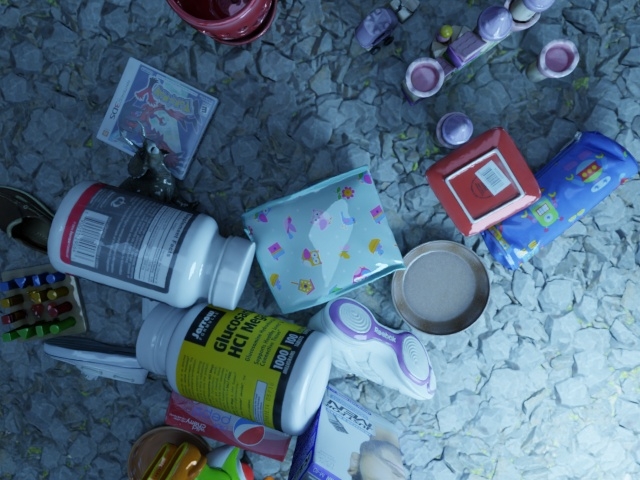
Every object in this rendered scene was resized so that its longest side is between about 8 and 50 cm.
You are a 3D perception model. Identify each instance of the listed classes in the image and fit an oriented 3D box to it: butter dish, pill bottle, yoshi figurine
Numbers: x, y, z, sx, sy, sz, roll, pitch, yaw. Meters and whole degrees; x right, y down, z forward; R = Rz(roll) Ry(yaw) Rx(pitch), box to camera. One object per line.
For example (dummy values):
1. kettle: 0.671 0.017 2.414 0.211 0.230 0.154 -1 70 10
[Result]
1. butter dish: 0.294 -0.117 0.942 0.160 0.118 0.160 -31 105 21
2. pill bottle: -0.287 0.018 0.908 0.319 0.176 0.176 17 97 -1
3. pill bottle: -0.161 0.221 0.951 0.334 0.188 0.187 13 97 15
4. yoshi figurine: -0.192 0.568 1.026 0.362 0.203 0.203 40 102 -18

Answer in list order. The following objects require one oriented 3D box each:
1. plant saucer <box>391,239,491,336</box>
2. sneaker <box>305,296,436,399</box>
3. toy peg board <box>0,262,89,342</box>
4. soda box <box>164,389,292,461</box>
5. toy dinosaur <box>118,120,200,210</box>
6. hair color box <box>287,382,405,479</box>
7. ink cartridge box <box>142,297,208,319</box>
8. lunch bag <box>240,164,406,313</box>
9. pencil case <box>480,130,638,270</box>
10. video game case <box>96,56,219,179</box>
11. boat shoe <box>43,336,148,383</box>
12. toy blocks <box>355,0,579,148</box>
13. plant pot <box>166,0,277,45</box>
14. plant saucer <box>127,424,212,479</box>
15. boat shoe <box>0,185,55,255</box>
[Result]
1. plant saucer: 0.243 0.095 1.041 0.199 0.036 0.198 0 97 4
2. sneaker: 0.104 0.229 1.043 0.305 0.114 0.152 38 135 -13
3. toy peg board: -0.601 0.136 1.080 0.162 0.079 0.160 -10 96 4
4. soda box: -0.185 0.368 1.075 0.264 0.083 0.092 17 97 1
5. toy dinosaur: -0.357 -0.075 1.036 0.160 0.121 0.313 41 118 2
6. hair color box: 0.051 0.404 0.933 0.185 0.339 0.110 33 98 0
7. ink cartridge box: -0.284 0.104 1.079 0.180 0.045 0.145 4 97 10
8. lunch bag: 0.000 0.000 0.987 0.263 0.160 0.223 -22 95 0
9. pencil case: 0.438 -0.080 0.966 0.306 0.119 0.133 -41 94 7
10. video game case: -0.336 -0.250 1.049 0.202 0.023 0.183 26 97 1
11. boat shoe: -0.478 0.262 1.082 0.227 0.083 0.075 10 96 2
12. toy blocks: 0.253 -0.352 0.880 0.289 0.260 0.308 -35 93 7
13. plant pot: -0.178 -0.465 0.939 0.191 0.174 0.190 0 97 3
14. plant saucer: -0.322 0.497 1.121 0.200 0.037 0.199 0 95 4
15. boat shoe: -0.611 -0.040 1.053 0.258 0.095 0.095 26 97 1
